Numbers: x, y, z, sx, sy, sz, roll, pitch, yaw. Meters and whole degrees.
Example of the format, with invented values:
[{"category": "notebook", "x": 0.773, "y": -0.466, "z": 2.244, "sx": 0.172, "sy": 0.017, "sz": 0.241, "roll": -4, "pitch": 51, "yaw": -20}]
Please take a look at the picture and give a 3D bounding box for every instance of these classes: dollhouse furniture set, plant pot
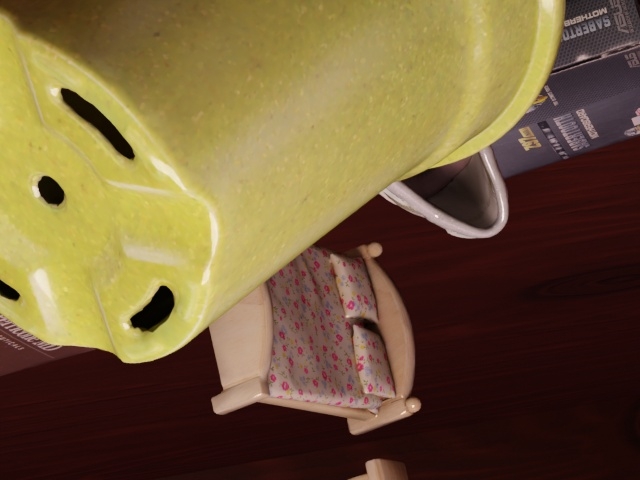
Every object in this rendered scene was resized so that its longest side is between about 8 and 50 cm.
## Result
[{"category": "dollhouse furniture set", "x": 0.000, "y": 0.000, "z": 1.207, "sx": 0.174, "sy": 0.355, "sz": 0.303, "roll": -23, "pitch": 160, "yaw": 26}, {"category": "plant pot", "x": -0.060, "y": -0.086, "z": 0.853, "sx": 0.276, "sy": 0.276, "sz": 0.254, "roll": -33, "pitch": -169, "yaw": 47}]

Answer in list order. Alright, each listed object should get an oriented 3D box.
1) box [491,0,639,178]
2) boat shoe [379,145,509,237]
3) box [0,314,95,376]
[{"category": "box", "x": 0.190, "y": -0.123, "z": 1.473, "sx": 0.183, "sy": 0.059, "sz": 0.232, "roll": -17, "pitch": 163, "yaw": 13}, {"category": "boat shoe", "x": 0.016, "y": -0.118, "z": 1.086, "sx": 0.118, "sy": 0.103, "sz": 0.320, "roll": -40, "pitch": 129, "yaw": -3}, {"category": "box", "x": -0.398, "y": 0.063, "z": 1.470, "sx": 0.381, "sy": 0.143, "sz": 0.191, "roll": -18, "pitch": 163, "yaw": 7}]
